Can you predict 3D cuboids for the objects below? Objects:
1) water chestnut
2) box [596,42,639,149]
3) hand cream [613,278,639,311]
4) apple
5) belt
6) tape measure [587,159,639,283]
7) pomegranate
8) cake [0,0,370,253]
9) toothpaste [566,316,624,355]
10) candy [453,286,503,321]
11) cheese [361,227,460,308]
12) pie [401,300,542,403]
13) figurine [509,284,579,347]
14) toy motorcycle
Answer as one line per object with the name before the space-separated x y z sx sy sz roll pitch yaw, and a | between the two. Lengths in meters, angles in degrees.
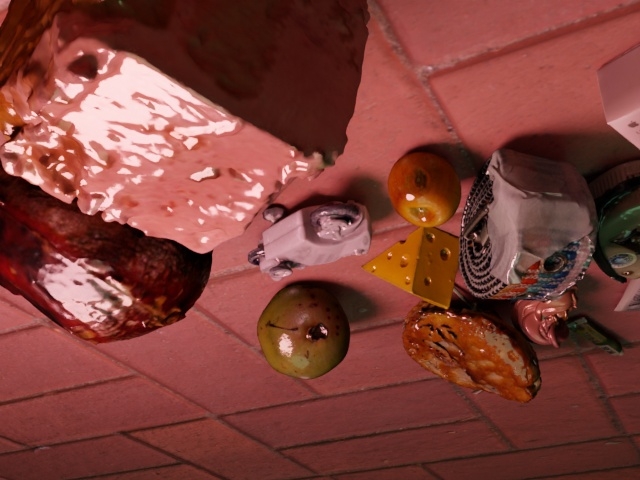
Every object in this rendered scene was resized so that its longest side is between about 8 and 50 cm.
water chestnut | -0.293 -0.030 1.111 0.350 0.302 0.350 31 176 2
box | 0.509 -0.178 1.020 0.251 0.106 0.203 27 142 -34
hand cream | 0.621 0.067 1.472 0.124 0.078 0.341 -6 156 9
apple | 0.155 -0.075 1.188 0.099 0.102 0.114 -14 145 25
belt | 0.297 -0.013 1.192 0.149 0.207 0.257 3 157 -9
tape measure | 0.483 -0.019 1.270 0.207 0.115 0.235 13 147 -24
pomegranate | -0.036 0.186 1.548 0.179 0.179 0.210 4 149 -7
cake | -0.157 -0.177 0.847 0.306 0.293 0.314 26 147 -32
toothpaste | 0.592 0.206 1.718 0.049 0.032 0.204 -27 137 37
candy | 0.298 0.132 1.591 0.060 0.061 0.201 -20 136 29
cheese | 0.154 0.053 1.437 0.093 0.126 0.171 21 164 -28
pie | 0.286 0.213 1.598 0.308 0.085 0.308 25 155 13
figurine | 0.427 0.135 1.525 0.114 0.126 0.157 -37 161 -24
toy motorcycle | 0.000 0.000 1.319 0.170 0.110 0.260 8 155 -35
